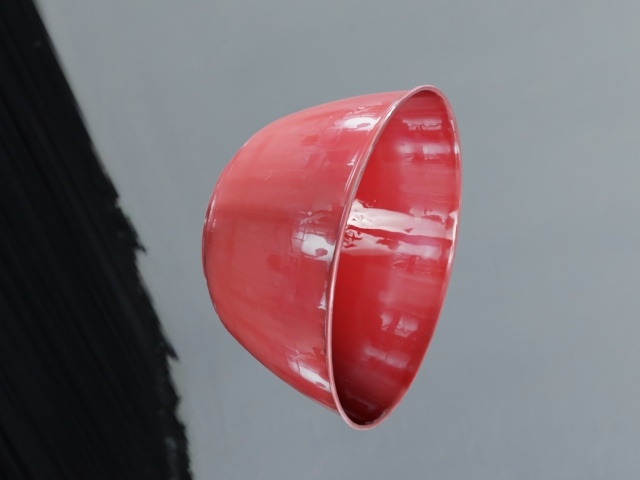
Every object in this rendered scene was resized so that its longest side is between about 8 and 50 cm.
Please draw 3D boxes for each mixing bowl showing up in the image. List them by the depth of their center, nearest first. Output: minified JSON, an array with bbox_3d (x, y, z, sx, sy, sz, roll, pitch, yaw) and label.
[{"bbox_3d":[0.000,0.000,0.685,0.098,0.181,0.181,12,38,22],"label":"mixing bowl"}]
